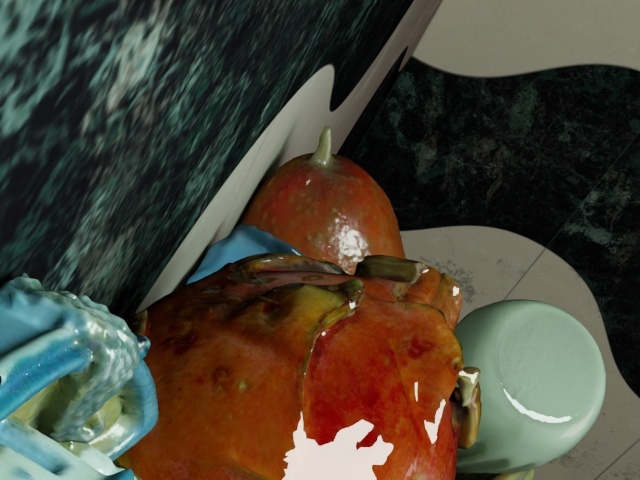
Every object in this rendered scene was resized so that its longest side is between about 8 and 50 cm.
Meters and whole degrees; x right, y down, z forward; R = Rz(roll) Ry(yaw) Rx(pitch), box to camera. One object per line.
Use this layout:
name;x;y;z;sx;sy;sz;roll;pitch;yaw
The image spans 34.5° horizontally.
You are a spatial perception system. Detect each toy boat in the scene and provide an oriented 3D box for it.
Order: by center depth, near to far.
toy boat;-0.098;0.080;0.356;0.109;0.098;0.238;-56;180;5

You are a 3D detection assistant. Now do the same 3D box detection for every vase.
vase;0.130;0.135;0.846;0.128;0.128;0.248;-58;-178;-28

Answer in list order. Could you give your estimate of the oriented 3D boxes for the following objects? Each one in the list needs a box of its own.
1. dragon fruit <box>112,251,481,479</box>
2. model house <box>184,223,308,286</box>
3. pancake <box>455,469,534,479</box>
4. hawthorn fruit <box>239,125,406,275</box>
dragon fruit;-0.042;0.127;0.588;0.250;0.250;0.315;-60;-179;41
model house;-0.089;0.174;0.890;0.303;0.215;0.237;-51;172;-37
pancake;0.082;0.240;0.924;0.250;0.031;0.250;-24;176;-2
hawthorn fruit;0.000;0.000;1.040;0.199;0.199;0.251;-58;155;-51
